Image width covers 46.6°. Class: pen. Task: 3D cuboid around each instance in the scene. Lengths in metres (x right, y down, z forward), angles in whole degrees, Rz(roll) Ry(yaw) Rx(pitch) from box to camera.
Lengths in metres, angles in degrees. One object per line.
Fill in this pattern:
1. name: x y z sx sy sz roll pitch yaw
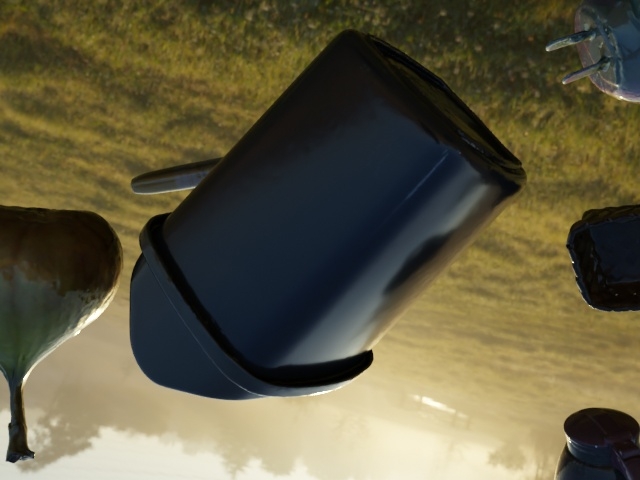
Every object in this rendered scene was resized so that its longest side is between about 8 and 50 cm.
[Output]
1. pen: -0.104 -0.079 0.869 0.234 0.040 0.032 -11 171 -2

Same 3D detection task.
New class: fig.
1. fig: -0.268 0.065 0.669 0.160 0.230 0.143 9 141 -14

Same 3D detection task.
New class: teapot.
1. teapot: 0.309 0.262 0.809 0.116 0.145 0.148 -5 -163 20

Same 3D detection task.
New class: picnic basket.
1. picnic basket: 0.338 0.008 0.701 0.194 0.055 0.110 -8 112 35

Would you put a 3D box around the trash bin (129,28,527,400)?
1. trash bin: 0.000 0.000 0.577 0.182 0.290 0.209 53 -157 23

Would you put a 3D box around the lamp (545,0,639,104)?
1. lamp: 0.429 -0.291 0.959 0.248 0.247 0.301 -22 165 -4
